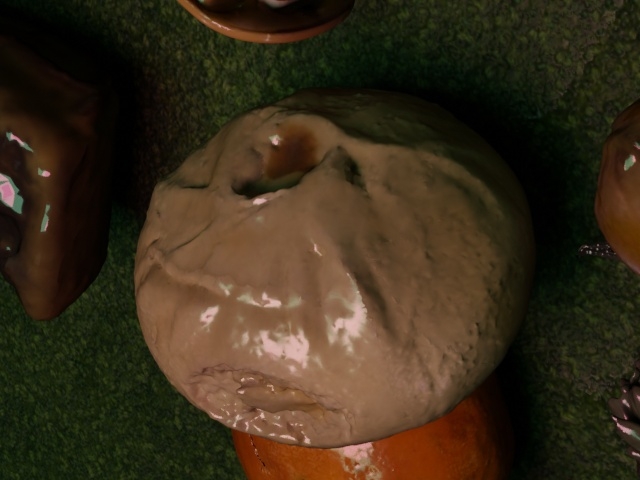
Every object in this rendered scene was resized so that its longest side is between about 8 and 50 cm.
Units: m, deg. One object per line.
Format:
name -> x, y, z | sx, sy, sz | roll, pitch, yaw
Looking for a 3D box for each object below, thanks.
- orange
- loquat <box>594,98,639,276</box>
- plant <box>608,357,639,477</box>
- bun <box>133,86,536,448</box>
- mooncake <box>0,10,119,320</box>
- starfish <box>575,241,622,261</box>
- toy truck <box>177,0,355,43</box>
orange -> 0.048, 0.182, 1.469 | 0.284, 0.226, 0.284 | 22, 130, 29
loquat -> 0.323, -0.034, 1.169 | 0.227, 0.179, 0.179 | 16, 120, 19
plant -> 0.339, 0.180, 1.290 | 0.132, 0.129, 0.194 | -26, 95, 41
bun -> -0.002, -0.005, 1.316 | 0.364, 0.364, 0.202 | 19, 154, 32
mooncake -> -0.414, -0.104, 1.599 | 0.393, 0.394, 0.246 | 50, 135, 45
starfish -> 0.288, 0.019, 1.311 | 0.133, 0.041, 0.130 | 8, 102, 35
toy truck -> -0.035, -0.308, 1.320 | 0.288, 0.204, 0.212 | 38, 132, 20
